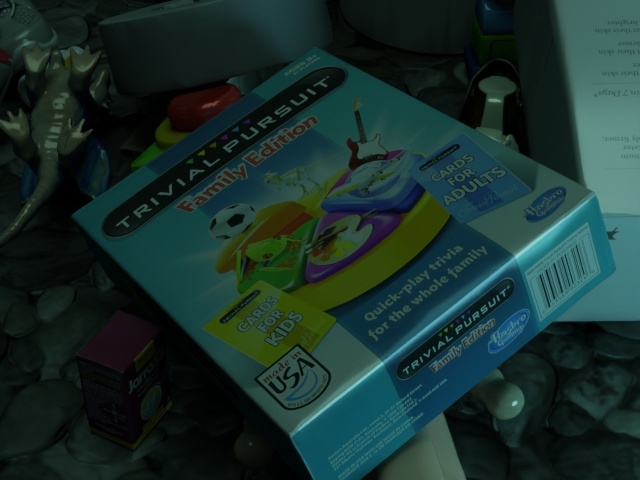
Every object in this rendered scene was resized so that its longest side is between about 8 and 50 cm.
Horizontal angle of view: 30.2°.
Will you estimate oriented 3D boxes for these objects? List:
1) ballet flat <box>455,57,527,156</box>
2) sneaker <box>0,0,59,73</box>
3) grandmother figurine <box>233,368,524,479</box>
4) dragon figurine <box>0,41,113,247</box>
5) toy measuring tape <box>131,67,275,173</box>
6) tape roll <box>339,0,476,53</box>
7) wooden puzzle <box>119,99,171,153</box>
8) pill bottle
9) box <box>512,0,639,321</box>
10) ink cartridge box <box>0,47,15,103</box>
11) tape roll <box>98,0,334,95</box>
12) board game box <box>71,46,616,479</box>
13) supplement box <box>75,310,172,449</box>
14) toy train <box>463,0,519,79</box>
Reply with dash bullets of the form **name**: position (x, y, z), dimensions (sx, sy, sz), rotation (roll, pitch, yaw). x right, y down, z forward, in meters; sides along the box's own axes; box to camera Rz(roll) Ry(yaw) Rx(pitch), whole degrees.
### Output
- **ballet flat**: position (0.145, -0.079, 1.091), dimensions (0.095, 0.096, 0.280), rotation (6, 39, 8)
- **sneaker**: position (-0.382, -0.264, 1.298), dimensions (0.105, 0.115, 0.281), rotation (-34, 45, -17)
- **grandmother figurine**: position (0.041, 0.113, 0.853), dimensions (0.208, 0.104, 0.342), rotation (1, 40, -13)
- **dragon figurine**: position (-0.242, -0.084, 1.107), dimensions (0.085, 0.144, 0.289), rotation (1, 58, -1)
- **toy measuring tape**: position (-0.070, -0.113, 1.128), dimensions (0.121, 0.121, 0.330), rotation (11, 32, 14)
- **tape roll**: position (0.142, -0.345, 1.368), dimensions (0.246, 0.169, 0.246), rotation (0, 38, 0)
- **wooden puzzle**: position (-0.155, -0.103, 1.190), dimensions (0.079, 0.014, 0.116), rotation (13, 40, 22)
- **pill bottle**: position (-0.278, -0.173, 1.253), dimensions (0.043, 0.043, 0.083), rotation (16, 41, 20)
- **box**: position (0.293, -0.120, 1.001), dimensions (0.215, 0.168, 0.345), rotation (0, 59, 0)
- **ink cartridge box**: position (-0.476, -0.207, 1.157), dimensions (0.226, 0.131, 0.306), rotation (11, 20, -47)
- **tape roll**: position (-0.100, -0.203, 1.153), dimensions (0.219, 0.072, 0.219), rotation (-13, 15, 4)
- **board game box**: position (0.000, 0.000, 0.869), dimensions (0.254, 0.079, 0.336), rotation (-37, 41, -15)
- **supplement box**: position (-0.143, 0.103, 0.874), dimensions (0.043, 0.083, 0.055), rotation (18, 43, 22)
- **toy train**: position (0.281, -0.235, 1.248), dimensions (0.248, 0.143, 0.105), rotation (-3, 39, -3)
